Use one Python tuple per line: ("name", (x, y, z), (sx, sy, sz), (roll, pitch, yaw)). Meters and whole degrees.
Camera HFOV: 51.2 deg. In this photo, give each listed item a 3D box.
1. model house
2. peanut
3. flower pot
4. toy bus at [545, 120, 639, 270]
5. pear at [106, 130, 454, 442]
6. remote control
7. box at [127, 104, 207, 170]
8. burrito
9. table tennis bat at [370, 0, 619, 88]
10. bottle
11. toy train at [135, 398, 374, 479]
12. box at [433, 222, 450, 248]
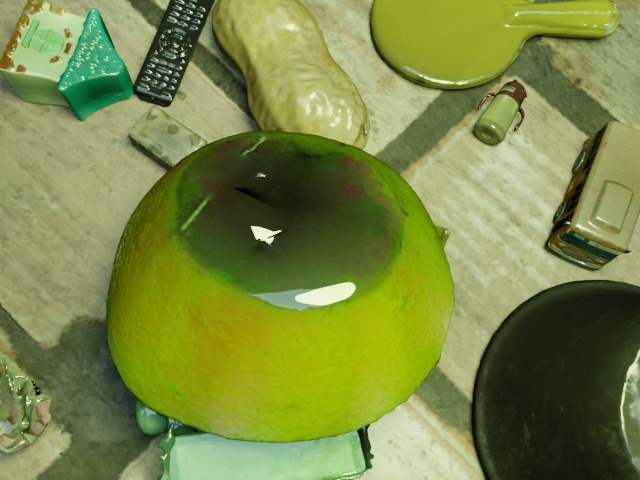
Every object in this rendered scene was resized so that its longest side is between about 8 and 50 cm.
("model house", (-0.335, -0.242, 0.914), (0.149, 0.100, 0.127), (16, 76, -1))
("peanut", (-0.047, -0.232, 0.915), (0.149, 0.149, 0.313), (-26, 76, -10))
("flower pot", (0.380, 0.213, 0.769), (0.380, 0.251, 0.379), (1, 78, -3))
("toy bus", (0.387, -0.060, 0.910), (0.091, 0.103, 0.182), (25, 76, 3))
("pear", (-0.048, 0.008, 0.711), (0.399, 0.165, 0.398), (0, 52, 0))
("remote control", (-0.203, -0.310, 0.977), (0.063, 0.025, 0.245), (19, 75, 0))
("box", (-0.209, -0.134, 0.922), (0.098, 0.045, 0.062), (33, 75, 6))
("burrito", (-0.453, 0.139, 0.825), (0.309, 0.066, 0.096), (38, 79, 9))
("table tennis bat", (0.258, -0.331, 1.003), (0.369, 0.054, 0.224), (-2, 75, 0))
("bottle", (0.265, -0.187, 0.968), (0.063, 0.047, 0.101), (41, 70, -21))
("toy train", (-0.075, 0.207, 0.790), (0.272, 0.159, 0.188), (-8, 80, -10))
("box", (0.000, 0.000, 0.901), (0.311, 0.043, 0.172), (25, 75, 3))
